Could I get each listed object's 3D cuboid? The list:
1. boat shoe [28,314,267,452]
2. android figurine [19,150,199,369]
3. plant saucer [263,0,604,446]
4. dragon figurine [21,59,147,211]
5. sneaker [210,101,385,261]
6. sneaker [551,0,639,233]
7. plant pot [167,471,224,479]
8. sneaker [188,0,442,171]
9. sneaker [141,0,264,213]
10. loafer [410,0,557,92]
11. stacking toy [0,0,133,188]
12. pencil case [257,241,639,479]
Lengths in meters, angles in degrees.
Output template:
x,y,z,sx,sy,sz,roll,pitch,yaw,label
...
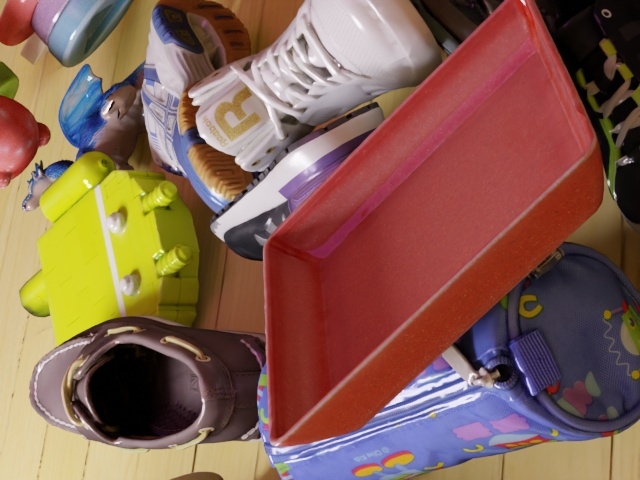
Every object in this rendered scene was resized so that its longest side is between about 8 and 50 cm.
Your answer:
x,y,z,sx,sy,sz,roll,pitch,yaw,label
-0.154,0.121,1.433,0.324,0.097,0.116,-2,88,47,boat shoe
-0.197,0.039,1.606,0.273,0.056,0.248,-35,61,46,android figurine
0.068,-0.012,1.063,0.259,0.048,0.258,-44,21,18,plant saucer
-0.214,-0.122,1.757,0.289,0.085,0.144,-64,31,9,dragon figurine
0.000,0.000,1.317,0.124,0.107,0.283,60,162,3,sneaker
0.183,-0.100,1.097,0.084,0.097,0.234,-45,37,35,sneaker
-0.109,0.255,1.320,0.134,0.134,0.095,-49,62,29,plant pot
-0.012,-0.117,1.280,0.169,0.108,0.292,-35,-1,-5,sneaker
-0.095,-0.095,1.560,0.296,0.112,0.131,-109,31,-50,sneaker
0.123,-0.167,1.248,0.084,0.096,0.267,-54,30,11,loafer
-0.308,-0.175,1.901,0.309,0.130,0.279,-52,-2,-13,stacking toy
0.076,0.093,1.111,0.306,0.133,0.119,-24,82,51,pencil case
